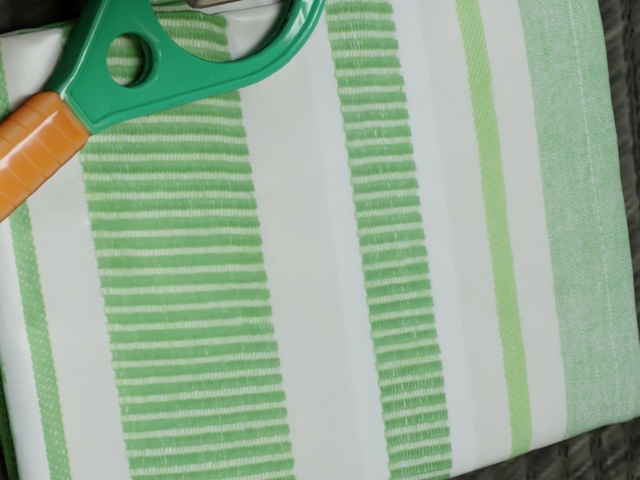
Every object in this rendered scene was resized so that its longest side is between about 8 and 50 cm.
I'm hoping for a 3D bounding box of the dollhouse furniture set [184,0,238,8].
[{"bbox_3d":[-0.042,-0.296,0.595,0.362,0.394,0.256,-16,137,-30],"label":"dollhouse furniture set"}]

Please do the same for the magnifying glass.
[{"bbox_3d":[-0.085,-0.066,0.768,0.231,0.026,0.092,-46,116,-21],"label":"magnifying glass"}]

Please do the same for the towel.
[{"bbox_3d":[0.000,0.000,0.859,0.325,0.038,0.248,-14,102,-29],"label":"towel"}]
